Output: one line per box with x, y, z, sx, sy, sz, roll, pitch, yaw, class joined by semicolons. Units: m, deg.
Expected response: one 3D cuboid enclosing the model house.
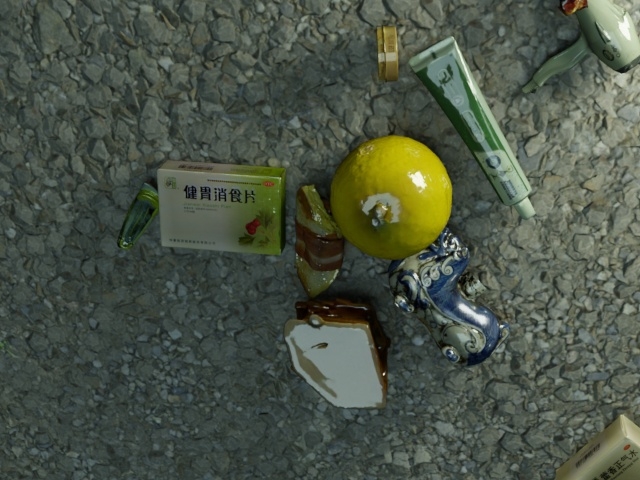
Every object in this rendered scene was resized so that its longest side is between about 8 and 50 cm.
0.041;0.227;1.968;0.199;0.229;0.220;-2;95;7;model house

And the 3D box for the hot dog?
0.003;-0.004;1.933;0.093;0.123;0.262;-16;133;-20;hot dog

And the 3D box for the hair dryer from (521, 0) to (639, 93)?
0.449;-0.391;1.717;0.224;0.088;0.219;-9;106;30;hair dryer

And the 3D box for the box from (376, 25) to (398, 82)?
0.124;-0.346;1.763;0.037;0.105;0.106;-2;114;3;box

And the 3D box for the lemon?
0.132;-0.075;1.821;0.240;0.219;0.241;4;111;11;lemon

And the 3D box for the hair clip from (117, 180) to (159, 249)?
-0.384;-0.050;2.025;0.060;0.033;0.188;29;125;-11;hair clip

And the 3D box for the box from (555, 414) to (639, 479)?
0.643;0.508;2.061;0.168;0.095;0.212;38;114;-5;box

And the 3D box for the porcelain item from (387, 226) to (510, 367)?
0.269;0.119;1.944;0.186;0.138;0.288;-41;97;6;porcelain item

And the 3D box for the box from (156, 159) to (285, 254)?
-0.203;-0.068;1.969;0.260;0.062;0.175;5;115;8;box

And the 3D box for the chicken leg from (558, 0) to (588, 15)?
0.401;-0.588;1.602;0.157;0.096;0.407;5;109;19;chicken leg

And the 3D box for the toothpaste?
0.306;-0.203;1.822;0.098;0.061;0.392;-28;103;20;toothpaste
